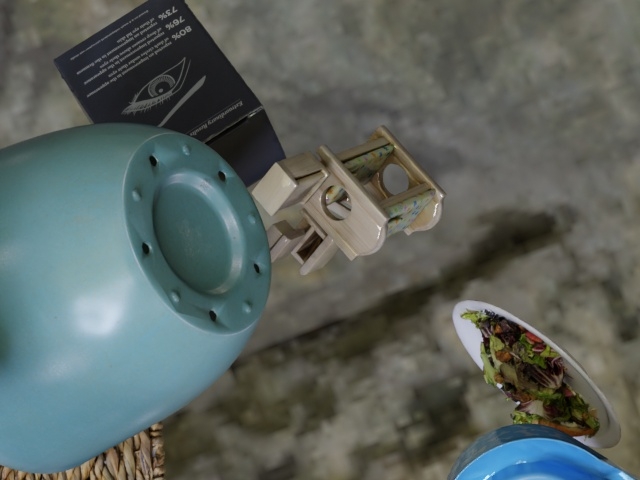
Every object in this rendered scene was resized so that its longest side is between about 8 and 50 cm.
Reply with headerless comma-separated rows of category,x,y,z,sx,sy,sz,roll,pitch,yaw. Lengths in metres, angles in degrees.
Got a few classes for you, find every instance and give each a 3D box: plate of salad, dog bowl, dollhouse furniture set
plate of salad,0.196,0.133,1.858,0.048,0.200,0.200,-46,-170,-17
dog bowl,0.231,0.265,1.699,0.166,0.297,0.074,-56,-168,13
dollhouse furniture set,0.000,0.000,1.796,0.182,0.101,0.161,-23,157,-54

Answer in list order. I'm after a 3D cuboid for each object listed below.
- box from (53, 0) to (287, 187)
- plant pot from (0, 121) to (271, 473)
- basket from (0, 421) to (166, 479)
box,-0.155,-0.133,2.039,0.153,0.207,0.108,-32,147,-5
plant pot,-0.185,0.031,1.712,0.235,0.293,0.293,-23,180,34
basket,-0.294,0.238,2.094,0.223,0.213,0.299,-1,152,-13
